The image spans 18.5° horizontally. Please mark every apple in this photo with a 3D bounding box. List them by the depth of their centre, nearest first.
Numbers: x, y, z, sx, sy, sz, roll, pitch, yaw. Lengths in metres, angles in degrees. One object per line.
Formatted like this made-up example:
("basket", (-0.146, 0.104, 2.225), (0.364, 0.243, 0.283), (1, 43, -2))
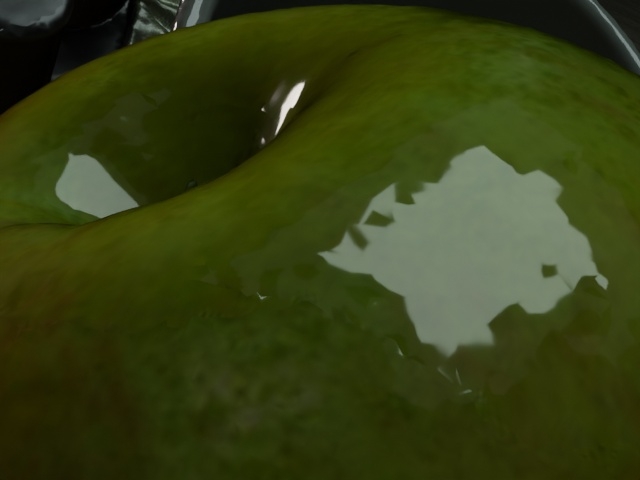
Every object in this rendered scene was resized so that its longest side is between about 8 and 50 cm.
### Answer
("apple", (0.005, 0.102, 0.543), (0.339, 0.340, 0.339), (19, 18, -6))

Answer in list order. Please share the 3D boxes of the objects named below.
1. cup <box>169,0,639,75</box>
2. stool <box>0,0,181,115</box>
("cup", (0.039, 0.017, 0.879), (0.301, 0.257, 0.227), (12, 57, -19))
("stool", (-0.215, -0.159, 1.066), (0.310, 0.226, 0.310), (18, 54, 4))
